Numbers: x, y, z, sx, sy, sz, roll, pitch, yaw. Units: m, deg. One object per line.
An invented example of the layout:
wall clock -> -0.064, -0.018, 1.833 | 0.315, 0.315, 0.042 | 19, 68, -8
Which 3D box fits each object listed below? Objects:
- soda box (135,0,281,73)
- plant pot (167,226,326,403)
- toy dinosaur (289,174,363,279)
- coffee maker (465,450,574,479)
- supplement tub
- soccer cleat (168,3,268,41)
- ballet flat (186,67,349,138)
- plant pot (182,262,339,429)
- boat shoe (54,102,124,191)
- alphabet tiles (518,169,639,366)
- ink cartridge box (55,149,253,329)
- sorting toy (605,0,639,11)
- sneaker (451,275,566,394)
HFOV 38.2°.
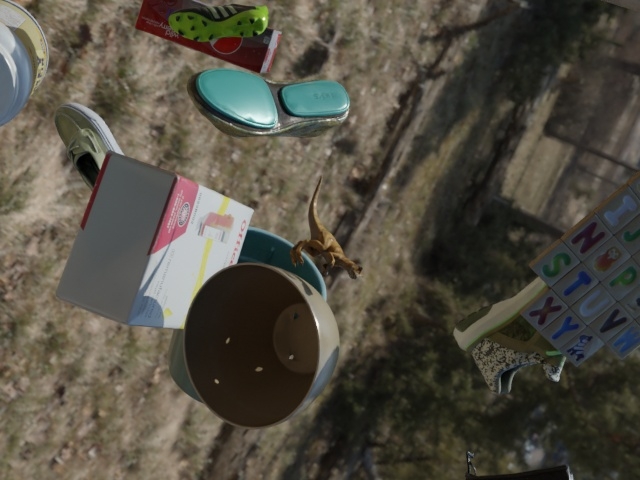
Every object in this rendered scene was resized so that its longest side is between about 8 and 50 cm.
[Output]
soda box -> -0.215, -0.406, 1.782 | 0.083, 0.263, 0.092 | -50, 161, -77
plant pot -> -0.201, 0.198, 2.194 | 0.341, 0.341, 0.334 | -26, 150, -45
toy dinosaur -> 0.000, 0.000, 1.614 | 0.112, 0.212, 0.064 | -23, 153, -17
coffee maker -> 0.339, 0.429, 1.552 | 0.120, 0.178, 0.171 | 41, 39, -69
supplement tub -> -0.662, -0.339, 1.786 | 0.228, 0.316, 0.229 | -3, 113, -6
soccer cleat -> -0.178, -0.390, 1.638 | 0.072, 0.178, 0.060 | -76, 165, -50
ballet flat -> -0.100, -0.222, 1.586 | 0.348, 0.123, 0.123 | -7, 122, -43
plant pot -> -0.077, 0.181, 1.656 | 0.191, 0.284, 0.284 | 3, 113, -60
boat shoe -> -0.515, -0.197, 2.072 | 0.094, 0.302, 0.109 | -18, 150, -53
alphabet tiles -> 0.460, 0.036, 1.333 | 0.342, 0.011, 0.285 | -42, 125, 11
ink cartridge box -> -0.297, 0.017, 1.767 | 0.384, 0.160, 0.279 | 24, 84, -73
sorting toy -> 0.423, -0.360, 1.010 | 0.257, 0.255, 0.089 | -58, 161, -25
sneaker -> 0.442, 0.168, 1.738 | 0.158, 0.182, 0.410 | 2, 150, -42
